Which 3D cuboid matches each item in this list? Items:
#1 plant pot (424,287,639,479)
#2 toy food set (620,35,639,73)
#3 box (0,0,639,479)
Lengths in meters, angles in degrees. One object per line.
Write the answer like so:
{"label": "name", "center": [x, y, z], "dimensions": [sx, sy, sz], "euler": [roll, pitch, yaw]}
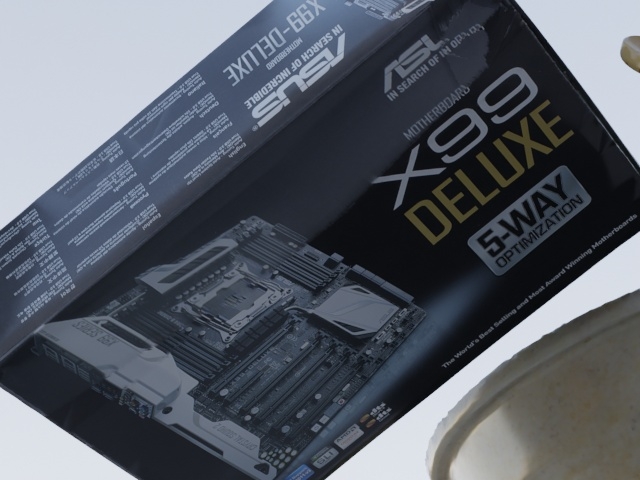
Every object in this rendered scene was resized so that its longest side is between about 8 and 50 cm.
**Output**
{"label": "plant pot", "center": [0.265, 0.215, 1.142], "dimensions": [0.333, 0.305, 0.334], "euler": [-14, -28, -8]}
{"label": "toy food set", "center": [0.179, -0.070, 0.875], "dimensions": [0.083, 0.082, 0.020], "euler": [1, -58, -51]}
{"label": "box", "center": [0.000, 0.000, 1.014], "dimensions": [0.307, 0.076, 0.242], "euler": [-39, -41, 6]}
